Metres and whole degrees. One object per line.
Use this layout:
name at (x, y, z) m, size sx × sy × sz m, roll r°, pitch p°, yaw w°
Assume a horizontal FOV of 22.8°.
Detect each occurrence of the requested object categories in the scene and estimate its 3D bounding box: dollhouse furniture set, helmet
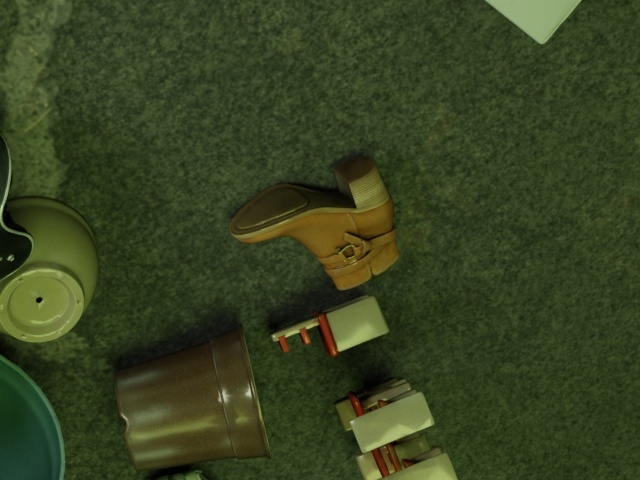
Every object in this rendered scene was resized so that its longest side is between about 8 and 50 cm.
dollhouse furniture set at (0.048, 0.207, 1.939) m, size 0.135 × 0.262 × 0.259 m, roll -22°, pitch 91°, yaw -4°
helmet at (-0.389, -0.040, 1.670) m, size 0.169 × 0.169 × 0.161 m, roll -29°, pitch 141°, yaw -1°

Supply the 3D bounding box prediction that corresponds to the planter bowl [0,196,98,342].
planter bowl at (-0.322, 0.047, 1.778) m, size 0.162 × 0.109 × 0.162 m, roll -9°, pitch 122°, yaw -14°

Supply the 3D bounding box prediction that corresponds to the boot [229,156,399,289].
boot at (0.000, 0.000, 1.891) m, size 0.197 × 0.073 × 0.152 m, roll -21°, pitch 128°, yaw -4°

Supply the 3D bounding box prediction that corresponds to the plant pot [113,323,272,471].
plant pot at (-0.155, 0.200, 1.906) m, size 0.165 × 0.167 × 0.167 m, roll -13°, pitch 123°, yaw -4°

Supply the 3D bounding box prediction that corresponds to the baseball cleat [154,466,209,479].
baseball cleat at (-0.165, 0.385, 2.060) m, size 0.109 × 0.072 × 0.206 m, roll -17°, pitch 128°, yaw -18°

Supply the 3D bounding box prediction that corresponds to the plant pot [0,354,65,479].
plant pot at (-0.452, 0.282, 1.792) m, size 0.293 × 0.293 × 0.196 m, roll 2°, pitch 145°, yaw -21°

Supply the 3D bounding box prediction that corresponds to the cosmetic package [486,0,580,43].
cosmetic package at (0.199, -0.340, 1.710) m, size 0.183 × 0.151 × 0.151 m, roll 32°, pitch 105°, yaw -33°
